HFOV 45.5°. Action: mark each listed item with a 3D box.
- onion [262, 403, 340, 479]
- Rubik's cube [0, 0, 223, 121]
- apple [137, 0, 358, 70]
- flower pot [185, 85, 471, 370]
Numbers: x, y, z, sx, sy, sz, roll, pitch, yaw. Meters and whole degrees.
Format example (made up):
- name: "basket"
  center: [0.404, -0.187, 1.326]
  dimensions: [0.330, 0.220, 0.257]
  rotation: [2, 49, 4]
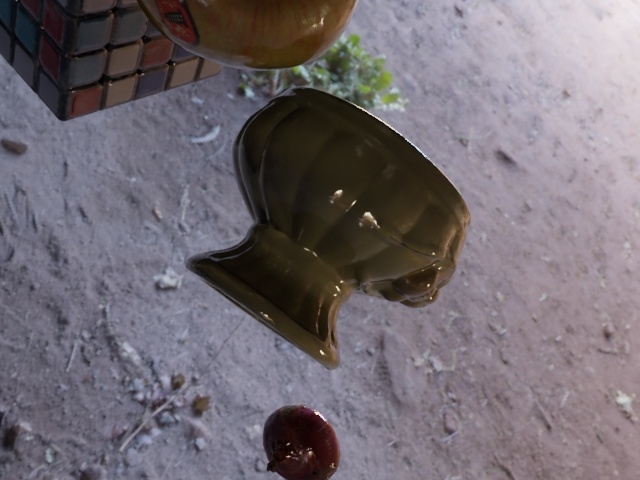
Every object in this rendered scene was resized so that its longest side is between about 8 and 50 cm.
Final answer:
- name: "onion"
  center: [-0.050, 0.356, 1.273]
  dimensions: [0.150, 0.150, 0.140]
  rotation: [50, 38, 7]
- name: "Rubik's cube"
  center: [-0.287, -0.381, 1.012]
  dimensions: [0.292, 0.287, 0.293]
  rotation: [46, 47, 16]
- name: "apple"
  center: [-0.076, -0.293, 0.756]
  dimensions: [0.260, 0.261, 0.194]
  rotation: [32, -2, -14]
- name: "flower pot"
  center: [0.000, 0.000, 0.900]
  dimensions: [0.307, 0.307, 0.244]
  rotation: [38, 83, -7]
